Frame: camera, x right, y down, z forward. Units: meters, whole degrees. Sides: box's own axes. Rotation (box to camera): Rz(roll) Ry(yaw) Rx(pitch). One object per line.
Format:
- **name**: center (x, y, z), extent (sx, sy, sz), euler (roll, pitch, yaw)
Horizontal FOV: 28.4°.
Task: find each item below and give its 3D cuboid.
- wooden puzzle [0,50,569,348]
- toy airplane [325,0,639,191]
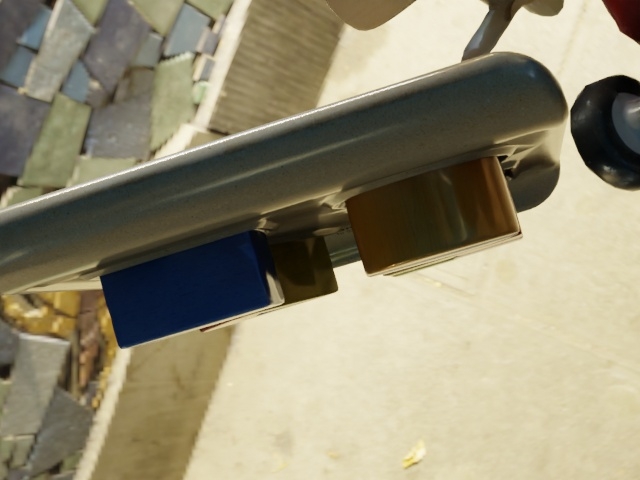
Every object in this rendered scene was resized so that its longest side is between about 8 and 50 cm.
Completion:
- **wooden puzzle**: center (0.000, 0.000, 0.790), extent (0.322, 0.348, 0.081), euler (-16, 81, 9)
- **toy airplane**: center (0.158, -0.245, 0.638), extent (0.386, 0.272, 0.384), euler (22, 129, 33)
